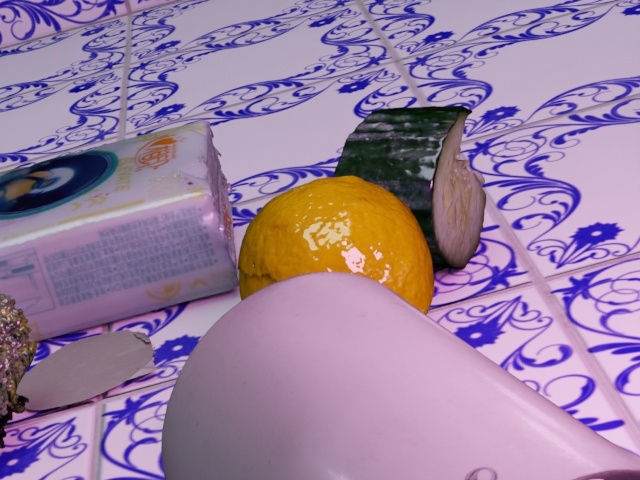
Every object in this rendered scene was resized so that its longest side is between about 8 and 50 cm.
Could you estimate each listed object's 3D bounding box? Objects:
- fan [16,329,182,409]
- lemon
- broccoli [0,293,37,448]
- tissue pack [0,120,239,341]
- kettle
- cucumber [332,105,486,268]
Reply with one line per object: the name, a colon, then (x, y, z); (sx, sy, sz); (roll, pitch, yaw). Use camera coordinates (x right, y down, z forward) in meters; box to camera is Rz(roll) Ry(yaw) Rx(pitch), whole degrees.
fan: (-0.214, 0.145, 1.611); (0.310, 0.010, 0.182); (-3, 25, 34)
lemon: (0.016, 0.034, 1.483); (0.204, 0.204, 0.260); (-19, 22, -10)
broccoli: (-0.410, 0.158, 1.512); (0.197, 0.226, 0.176); (13, 7, 6)
tissue pack: (-0.307, -0.005, 1.837); (0.387, 0.162, 0.287); (-15, 25, 2)
kettle: (0.037, 0.230, 1.000); (0.361, 0.250, 0.376); (-43, 32, -12)
cucumber: (0.113, -0.050, 1.642); (0.130, 0.191, 0.191); (6, 30, 35)
